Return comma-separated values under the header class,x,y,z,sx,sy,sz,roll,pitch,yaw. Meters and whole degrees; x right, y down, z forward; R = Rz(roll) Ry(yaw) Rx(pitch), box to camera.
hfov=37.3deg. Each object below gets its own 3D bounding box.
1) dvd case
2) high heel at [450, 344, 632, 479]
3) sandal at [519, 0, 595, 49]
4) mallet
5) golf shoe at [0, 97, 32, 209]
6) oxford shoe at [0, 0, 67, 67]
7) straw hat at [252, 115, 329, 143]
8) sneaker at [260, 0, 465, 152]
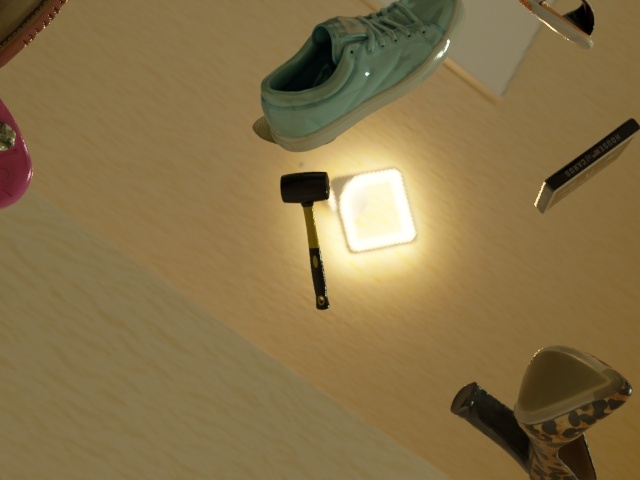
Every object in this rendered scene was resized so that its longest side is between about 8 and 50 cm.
class,x,y,z,sx,sy,sz,roll,pitch,yaw
dvd case,0.462,-0.126,1.664,0.179,0.030,0.238,-37,168,3
high heel,0.265,0.191,0.932,0.093,0.186,0.261,-59,-169,-24
sandal,0.353,-0.374,1.441,0.076,0.102,0.265,-52,-154,20
mallet,0.000,0.000,1.204,0.062,0.190,0.039,-11,-158,12
golf shoe,-0.396,-0.139,0.872,0.115,0.306,0.140,-53,-169,-14
oxford shoe,-0.273,-0.321,0.899,0.123,0.130,0.348,0,-117,49
straw hat,-0.038,-0.209,1.558,0.144,0.144,0.061,-69,167,-58
sneaker,0.066,-0.284,1.417,0.366,0.135,0.150,-41,148,-8
